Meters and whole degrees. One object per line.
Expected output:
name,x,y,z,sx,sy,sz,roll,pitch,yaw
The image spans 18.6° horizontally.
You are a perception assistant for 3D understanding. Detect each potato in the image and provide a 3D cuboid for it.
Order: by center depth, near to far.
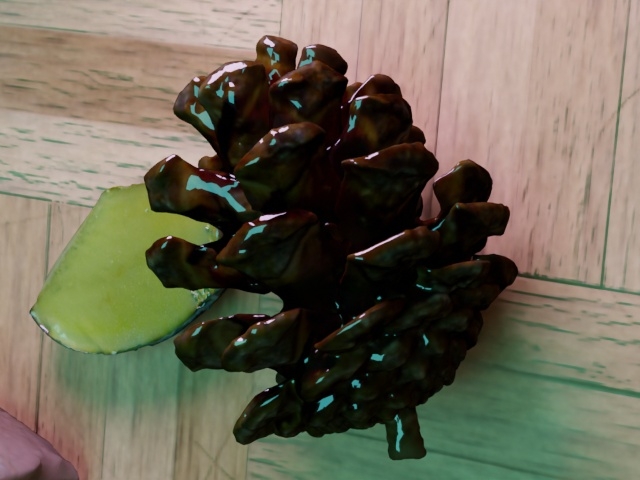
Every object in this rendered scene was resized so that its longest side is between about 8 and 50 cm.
potato,-0.134,0.022,1.469,0.198,0.054,0.119,-38,79,32

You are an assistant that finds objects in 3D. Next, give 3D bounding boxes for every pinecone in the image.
pinecone,0.000,0.000,1.290,0.244,0.244,0.309,-42,63,26

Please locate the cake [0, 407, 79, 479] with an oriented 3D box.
cake,-0.366,0.247,1.518,0.230,0.237,0.309,33,109,24
